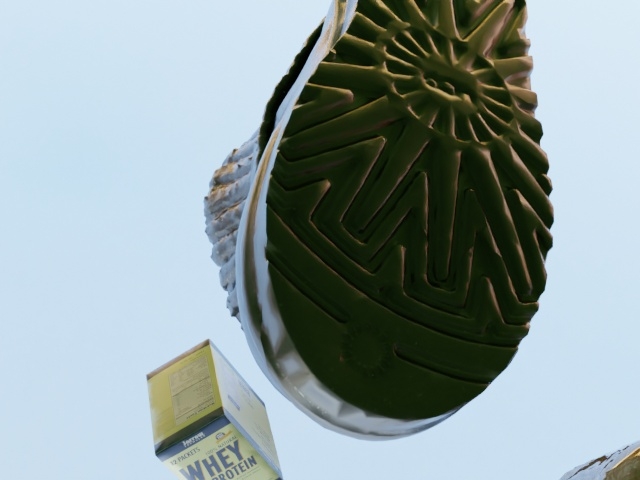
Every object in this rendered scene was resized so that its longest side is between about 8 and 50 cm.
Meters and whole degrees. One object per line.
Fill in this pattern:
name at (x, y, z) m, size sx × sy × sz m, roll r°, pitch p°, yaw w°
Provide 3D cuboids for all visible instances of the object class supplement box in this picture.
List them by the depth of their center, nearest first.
supplement box at (-0.076, 0.133, 0.715) m, size 0.056 × 0.083 × 0.083 m, roll -31°, pitch -146°, yaw 6°

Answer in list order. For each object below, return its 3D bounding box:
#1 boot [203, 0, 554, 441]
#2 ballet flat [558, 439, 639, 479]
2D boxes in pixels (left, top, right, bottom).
boot at (0.004, 0.001, 0.552) m, size 0.131 × 0.260 × 0.348 m, roll 27°, pitch -135°, yaw -10°
ballet flat at (0.266, 0.194, 0.577) m, size 0.342 × 0.124 × 0.116 m, roll 23°, pitch -109°, yaw -24°
